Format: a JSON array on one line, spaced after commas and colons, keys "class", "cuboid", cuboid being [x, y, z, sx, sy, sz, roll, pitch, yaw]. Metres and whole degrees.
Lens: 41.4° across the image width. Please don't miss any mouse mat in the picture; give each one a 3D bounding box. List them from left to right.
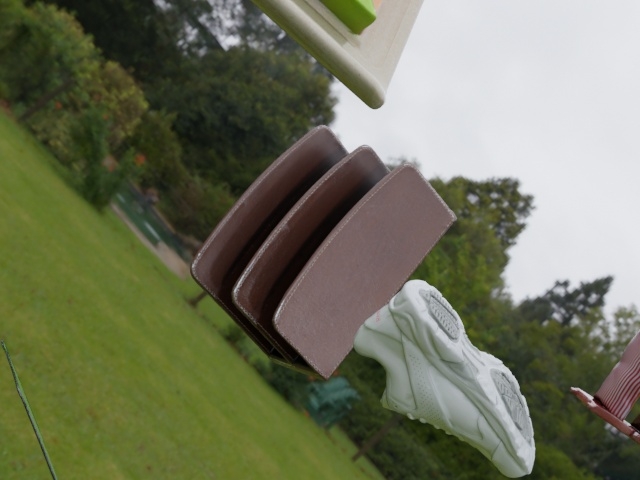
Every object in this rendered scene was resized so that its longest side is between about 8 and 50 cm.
[{"class": "mouse mat", "cuboid": [-0.342, 0.209, 0.999, 0.190, 0.007, 0.152, 24, -48, 60]}]

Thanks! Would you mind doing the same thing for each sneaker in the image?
[{"class": "sneaker", "cuboid": [0.122, 0.151, 0.847, 0.232, 0.115, 0.090, 52, 27, -8]}]

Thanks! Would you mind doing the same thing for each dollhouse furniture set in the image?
[{"class": "dollhouse furniture set", "cuboid": [0.498, 0.204, 1.125, 0.152, 0.201, 0.374, 35, 2, 0]}]

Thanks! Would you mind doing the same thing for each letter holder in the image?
[{"class": "letter holder", "cuboid": [0.000, 0.000, 1.161, 0.214, 0.302, 0.152, 49, -21, -23]}]

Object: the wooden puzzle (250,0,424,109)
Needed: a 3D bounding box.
[{"class": "wooden puzzle", "cuboid": [-0.011, -0.217, 0.463, 0.221, 0.238, 0.044, 38, -41, -22]}]
